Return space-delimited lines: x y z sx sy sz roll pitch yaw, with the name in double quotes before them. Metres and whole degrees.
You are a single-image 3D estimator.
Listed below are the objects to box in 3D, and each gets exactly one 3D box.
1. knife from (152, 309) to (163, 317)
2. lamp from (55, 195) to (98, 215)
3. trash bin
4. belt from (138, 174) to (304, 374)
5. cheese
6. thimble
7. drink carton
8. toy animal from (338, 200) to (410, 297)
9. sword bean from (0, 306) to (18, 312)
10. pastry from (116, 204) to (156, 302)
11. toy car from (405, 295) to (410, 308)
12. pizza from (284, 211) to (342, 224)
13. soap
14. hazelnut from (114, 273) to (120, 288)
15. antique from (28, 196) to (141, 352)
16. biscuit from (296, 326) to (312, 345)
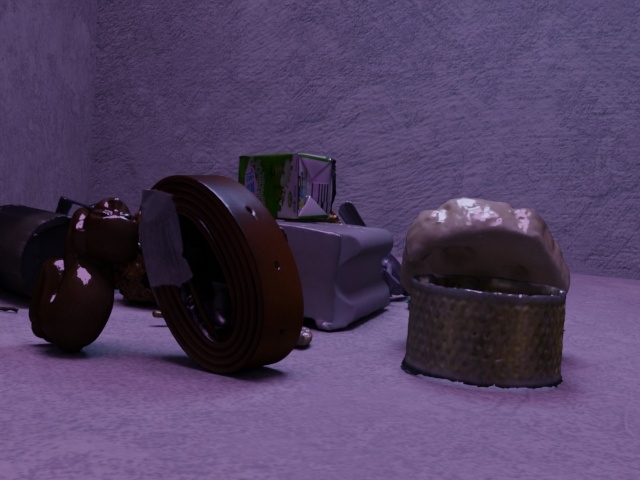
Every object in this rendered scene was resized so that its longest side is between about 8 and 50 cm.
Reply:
"knife" -0.206 0.160 1.665 0.255 0.022 0.046 7 -4 -23
"lamp" -0.644 -0.010 2.441 0.374 0.205 0.272 22 -3 -35
"trash bin" -0.636 0.032 1.873 0.252 0.203 0.301 -23 21 -39
"belt" -0.160 0.043 1.319 0.217 0.339 0.122 -38 -19 28
"cheese" 0.301 0.063 1.582 0.317 0.327 0.115 15 41 -3
"thimble" 0.269 0.144 1.386 0.270 0.150 0.271 4 3 0
"drink carton" -0.087 -0.126 2.025 0.108 0.161 0.271 1 3 -38
"toy animal" 0.167 0.077 2.218 0.081 0.367 0.206 -33 28 16
"sword bean" -0.643 0.136 1.681 0.083 0.012 0.012 3 3 16
"pastry" -0.344 0.035 1.914 0.274 0.275 0.193 7 -18 40
"toy car" 0.307 0.148 2.114 0.186 0.058 0.093 -11 10 -24
"pizza" 0.000 0.000 2.218 0.182 0.366 0.074 -6 39 22
"soap" -0.038 0.063 1.922 0.350 0.213 0.435 3 2 20
"hazelnut" -0.559 0.018 2.124 0.217 0.217 0.251 4 4 1
"antique" -0.374 0.053 1.356 0.121 0.257 0.143 34 -15 -32
"biscuit" -0.116 0.166 1.582 0.249 0.032 0.133 4 2 25
